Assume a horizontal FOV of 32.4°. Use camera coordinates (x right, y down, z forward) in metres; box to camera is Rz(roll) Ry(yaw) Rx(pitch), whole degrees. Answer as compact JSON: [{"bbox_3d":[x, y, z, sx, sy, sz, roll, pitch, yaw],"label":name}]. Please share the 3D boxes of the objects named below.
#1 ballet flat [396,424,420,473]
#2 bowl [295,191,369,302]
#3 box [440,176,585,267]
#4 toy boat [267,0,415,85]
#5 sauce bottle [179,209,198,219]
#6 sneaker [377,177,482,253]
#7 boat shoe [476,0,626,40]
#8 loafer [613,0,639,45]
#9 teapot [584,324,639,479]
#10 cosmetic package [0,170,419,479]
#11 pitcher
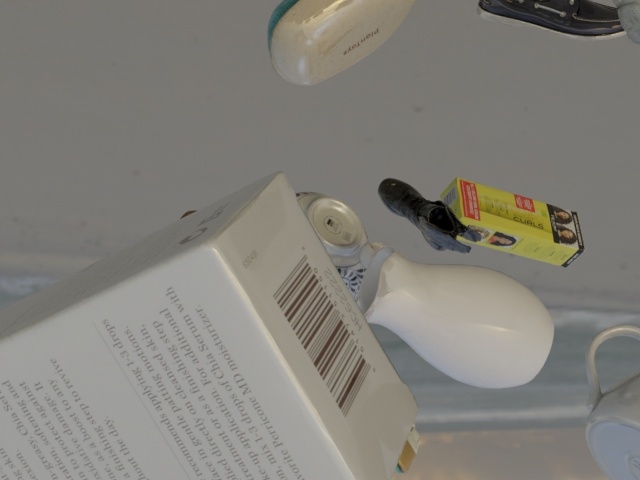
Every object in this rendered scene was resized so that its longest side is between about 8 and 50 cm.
[{"bbox_3d":[0.132,0.333,1.889,0.073,0.080,0.232,-32,-171,-4],"label":"ballet flat"},{"bbox_3d":[0.000,0.000,1.322,0.170,0.170,0.080,4,146,-31],"label":"bowl"},{"bbox_3d":[0.306,-0.028,1.759,0.232,0.087,0.058,15,141,-20],"label":"box"},{"bbox_3d":[0.025,-0.383,1.591,0.267,0.148,0.318,-34,157,-18],"label":"toy boat"},{"bbox_3d":[-0.157,0.006,1.349,0.042,0.042,0.128,0,155,-10],"label":"sauce bottle"},{"bbox_3d":[0.157,-0.041,1.611,0.051,0.170,0.089,-43,172,-15],"label":"sneaker"},{"bbox_3d":[0.313,-0.316,1.467,0.206,0.065,0.075,11,-144,9],"label":"boat shoe"},{"bbox_3d":[0.456,-0.303,1.159,0.319,0.111,0.112,-20,-178,-11],"label":"loafer"},{"bbox_3d":[0.504,0.259,1.525,0.187,0.256,0.252,-43,-153,-24],"label":"teapot"},{"bbox_3d":[-0.180,0.152,0.875,0.453,0.230,0.161,-24,-168,24],"label":"cosmetic package"},{"bbox_3d":[0.139,0.069,1.204,0.207,0.125,0.178,22,-159,-10],"label":"pitcher"}]
